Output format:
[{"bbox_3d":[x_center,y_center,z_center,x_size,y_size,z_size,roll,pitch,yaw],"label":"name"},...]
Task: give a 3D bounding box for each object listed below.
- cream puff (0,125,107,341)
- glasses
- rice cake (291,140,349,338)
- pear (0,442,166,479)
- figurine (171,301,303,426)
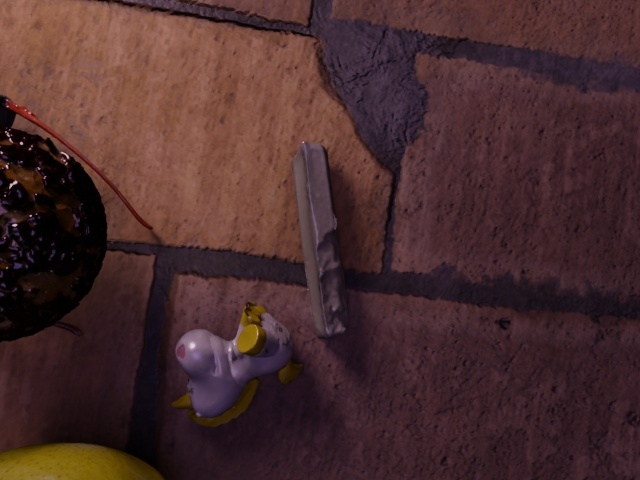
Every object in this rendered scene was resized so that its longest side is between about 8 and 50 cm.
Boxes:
[{"bbox_3d":[-0.352,-0.006,0.678,0.239,0.165,0.239,-2,97,-20],"label":"cream puff"},{"bbox_3d":[-0.371,-0.029,0.775,0.268,0.118,0.234,33,83,0],"label":"glasses"},{"bbox_3d":[0.000,0.000,0.820,0.052,0.057,0.256,-8,85,-2],"label":"rice cake"},{"bbox_3d":[-0.283,0.352,0.672,0.294,0.294,0.294,0,85,-3],"label":"pear"},{"bbox_3d":[-0.115,0.162,0.790,0.178,0.109,0.130,-28,109,-2],"label":"figurine"}]
